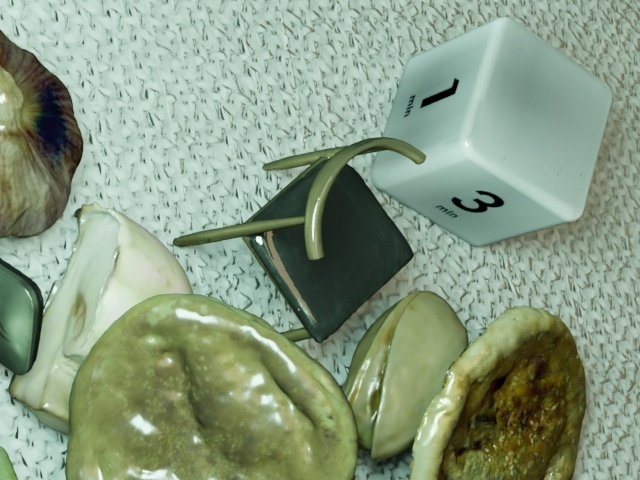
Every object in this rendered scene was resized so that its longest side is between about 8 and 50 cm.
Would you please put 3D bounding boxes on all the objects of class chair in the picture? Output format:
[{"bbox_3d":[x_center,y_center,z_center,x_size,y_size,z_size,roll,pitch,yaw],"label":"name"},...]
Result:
[{"bbox_3d":[0.000,0.000,1.704,0.188,0.272,0.166,-42,103,-32],"label":"chair"}]

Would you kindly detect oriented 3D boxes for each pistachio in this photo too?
[{"bbox_3d":[0.089,0.156,1.815,0.136,0.136,0.226,44,58,-18],"label":"pistachio"}]

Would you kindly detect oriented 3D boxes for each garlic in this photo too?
[{"bbox_3d":[-0.343,-0.106,1.565,0.245,0.160,0.245,8,76,-32],"label":"garlic"}]

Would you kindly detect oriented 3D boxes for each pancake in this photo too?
[{"bbox_3d":[-0.109,0.198,1.526,0.294,0.049,0.294,0,99,2],"label":"pancake"},{"bbox_3d":[0.212,0.243,1.860,0.356,0.065,0.356,-16,112,-45],"label":"pancake"}]

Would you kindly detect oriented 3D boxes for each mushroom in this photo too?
[{"bbox_3d":[-0.187,0.093,1.626,0.173,0.162,0.236,28,67,-24],"label":"mushroom"}]

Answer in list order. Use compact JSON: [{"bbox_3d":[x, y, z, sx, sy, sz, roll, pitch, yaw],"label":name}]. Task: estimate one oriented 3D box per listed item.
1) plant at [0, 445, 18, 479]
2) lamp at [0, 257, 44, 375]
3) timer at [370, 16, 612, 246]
[{"bbox_3d":[-0.246,0.340,1.486,0.261,0.306,0.297,19,37,-1],"label":"plant"},{"bbox_3d":[-0.356,0.146,1.473,0.203,0.124,0.283,28,53,25],"label":"lamp"},{"bbox_3d":[0.206,-0.126,1.914,0.192,0.195,0.194,30,64,-25],"label":"timer"}]
